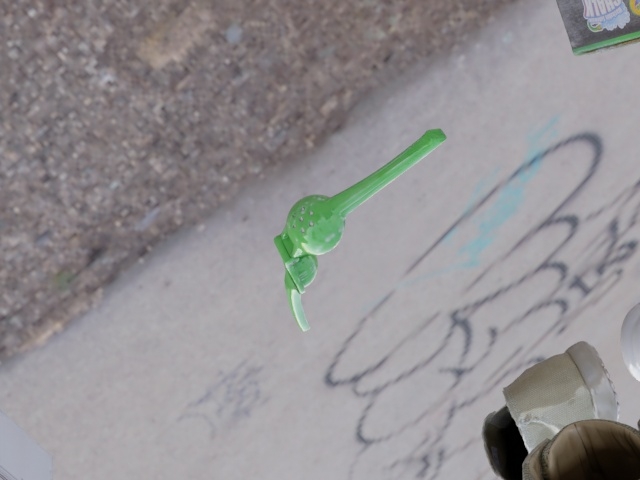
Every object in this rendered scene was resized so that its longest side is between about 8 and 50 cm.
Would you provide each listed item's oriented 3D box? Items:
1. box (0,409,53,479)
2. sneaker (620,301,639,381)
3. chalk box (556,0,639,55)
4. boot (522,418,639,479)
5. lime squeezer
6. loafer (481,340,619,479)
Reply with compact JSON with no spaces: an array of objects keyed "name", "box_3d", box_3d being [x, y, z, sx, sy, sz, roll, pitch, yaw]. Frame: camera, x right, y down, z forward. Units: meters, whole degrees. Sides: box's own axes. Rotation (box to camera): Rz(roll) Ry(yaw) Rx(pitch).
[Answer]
[{"name":"box","box_3d":[-0.427,0.310,1.149,0.345,0.215,0.168,-28,131,9]},{"name":"sneaker","box_3d":[0.452,0.084,1.253,0.305,0.114,0.152,-15,-178,-28]},{"name":"chalk box","box_3d":[0.246,-0.213,0.889,0.132,0.213,0.132,-25,-170,-22]},{"name":"boot","box_3d":[0.152,0.161,0.599,0.077,0.165,0.213,-20,-179,13]},{"name":"lime squeezer","box_3d":[0.000,0.000,1.203,0.110,0.059,0.310,-27,159,-43]},{"name":"loafer","box_3d":[0.185,0.182,1.084,0.092,0.102,0.268,-10,138,-7]}]
